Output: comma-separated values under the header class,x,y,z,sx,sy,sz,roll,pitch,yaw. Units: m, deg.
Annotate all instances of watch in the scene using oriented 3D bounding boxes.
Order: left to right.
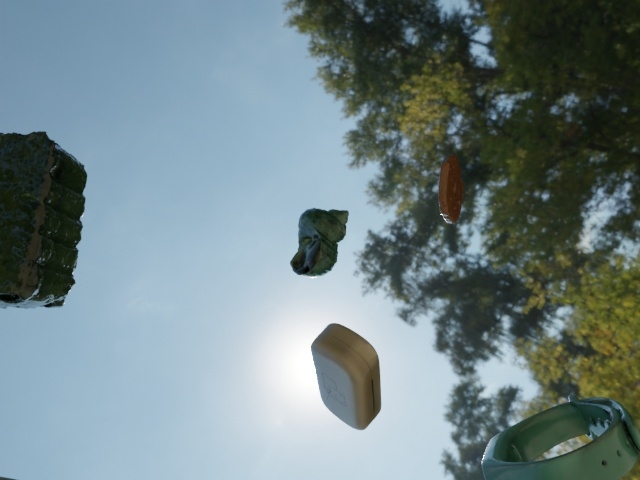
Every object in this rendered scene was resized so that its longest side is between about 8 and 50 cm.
class,x,y,z,sx,sy,sz,roll,pitch,yaw
watch,0.309,0.265,0.811,0.195,0.068,0.237,-28,-10,19

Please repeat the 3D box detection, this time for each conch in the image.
class,x,y,z,sx,sy,sz,roll,pitch,yaw
conch,0.003,-0.002,1.745,0.134,0.196,0.202,14,-75,-32

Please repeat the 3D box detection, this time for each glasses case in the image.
class,x,y,z,sx,sy,sz,roll,pitch,yaw
glasses case,0.035,0.179,0.807,0.050,0.083,0.196,-44,-32,-25

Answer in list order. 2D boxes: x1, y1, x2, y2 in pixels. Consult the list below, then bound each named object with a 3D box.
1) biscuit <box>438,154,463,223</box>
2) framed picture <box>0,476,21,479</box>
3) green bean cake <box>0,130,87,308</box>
class,x,y,z,sx,sy,sz,roll,pitch,yaw
biscuit,0.215,-0.084,1.041,0.130,0.019,0.102,52,-132,-57
framed picture,-0.390,0.354,0.723,0.010,0.232,0.172,81,-159,-89
green bean cake,-0.385,-0.020,0.746,0.107,0.194,0.208,42,-130,-72
